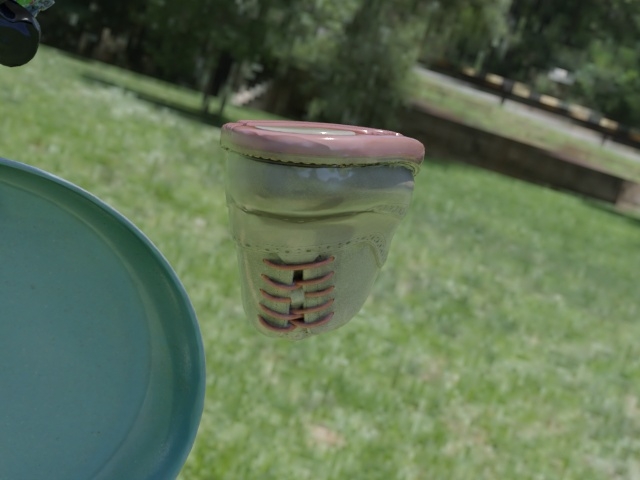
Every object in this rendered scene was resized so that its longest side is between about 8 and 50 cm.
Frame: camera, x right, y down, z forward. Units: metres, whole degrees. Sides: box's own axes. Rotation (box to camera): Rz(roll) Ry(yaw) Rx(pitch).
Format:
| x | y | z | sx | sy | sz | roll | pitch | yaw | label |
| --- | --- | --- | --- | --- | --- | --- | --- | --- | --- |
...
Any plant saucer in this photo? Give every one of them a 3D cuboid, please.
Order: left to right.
| x | y | z | sx | sy | sz | roll | pitch | yaw | label |
| --- | --- | --- | --- | --- | --- | --- | --- | --- | --- |
| -0.224 | 0.081 | 0.884 | 0.317 | 0.318 | 0.044 | 15 | 25 | -22 | plant saucer |

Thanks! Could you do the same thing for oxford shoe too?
| x | y | z | sx | sy | sz | roll | pitch | yaw | label |
| --- | --- | --- | --- | --- | --- | --- | --- | --- | --- |
| 0.000 | 0.000 | 1.143 | 0.140 | 0.147 | 0.397 | 6 | -7 | 6 | oxford shoe |

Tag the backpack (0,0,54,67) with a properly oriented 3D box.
| x | y | z | sx | sy | sz | roll | pitch | yaw | label |
| --- | --- | --- | --- | --- | --- | --- | --- | --- | --- |
| -0.089 | -0.138 | 0.408 | 0.152 | 0.182 | 0.115 | 51 | -18 | -13 | backpack |
